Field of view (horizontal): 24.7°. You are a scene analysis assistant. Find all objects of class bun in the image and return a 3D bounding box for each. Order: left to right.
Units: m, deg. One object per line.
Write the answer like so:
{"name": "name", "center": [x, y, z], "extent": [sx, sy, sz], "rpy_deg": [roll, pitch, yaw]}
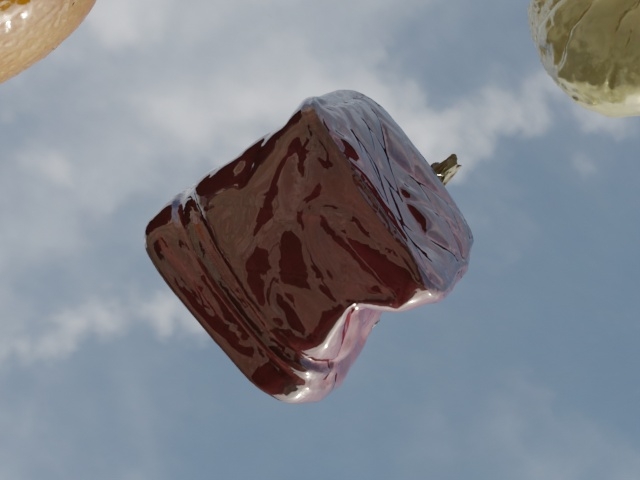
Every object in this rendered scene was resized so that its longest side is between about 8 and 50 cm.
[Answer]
{"name": "bun", "center": [0.209, -0.157, 0.879], "extent": [0.188, 0.111, 0.164], "rpy_deg": [-30, -130, -13]}

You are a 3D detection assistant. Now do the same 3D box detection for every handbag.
{"name": "handbag", "center": [0.000, 0.000, 0.853], "extent": [0.135, 0.225, 0.146], "rpy_deg": [-39, -90, 14]}

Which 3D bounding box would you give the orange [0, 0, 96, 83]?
{"name": "orange", "center": [-0.264, -0.214, 0.969], "extent": [0.264, 0.264, 0.264], "rpy_deg": [-1, -95, 16]}

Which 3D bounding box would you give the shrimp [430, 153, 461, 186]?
{"name": "shrimp", "center": [0.061, -0.018, 1.001], "extent": [0.108, 0.023, 0.059], "rpy_deg": [-36, -143, -10]}
